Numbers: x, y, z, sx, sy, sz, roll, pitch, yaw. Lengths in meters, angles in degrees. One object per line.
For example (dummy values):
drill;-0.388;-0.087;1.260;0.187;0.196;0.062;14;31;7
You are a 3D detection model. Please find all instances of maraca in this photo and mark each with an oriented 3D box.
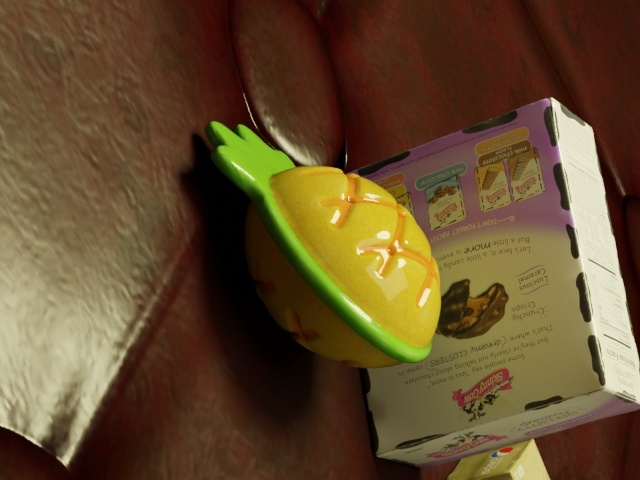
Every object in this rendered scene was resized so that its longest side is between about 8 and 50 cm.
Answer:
maraca;0.000;0.000;1.077;0.185;0.099;0.127;49;12;12

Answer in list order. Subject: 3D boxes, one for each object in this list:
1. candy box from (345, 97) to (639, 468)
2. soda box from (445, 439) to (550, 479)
candy box;0.106;0.031;1.177;0.070;0.165;0.196;24;52;-55
soda box;0.145;0.232;1.242;0.181;0.058;0.061;67;26;-7
